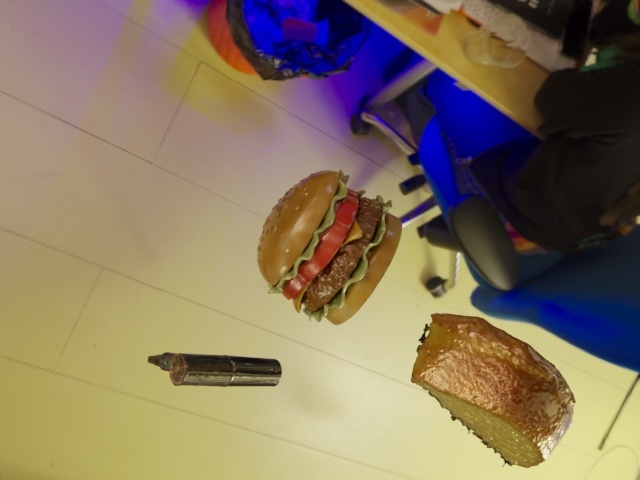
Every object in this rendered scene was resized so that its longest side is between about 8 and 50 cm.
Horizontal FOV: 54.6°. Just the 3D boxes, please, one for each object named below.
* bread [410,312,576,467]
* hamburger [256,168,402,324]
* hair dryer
[{"bbox_3d":[0.252,0.202,0.825,0.260,0.134,0.129,40,62,-14],"label":"bread"},{"bbox_3d":[0.000,0.000,1.147,0.212,0.274,0.274,33,85,-12],"label":"hamburger"},{"bbox_3d":[-0.182,0.194,0.960,0.173,0.195,0.050,15,78,-39],"label":"hair dryer"}]
